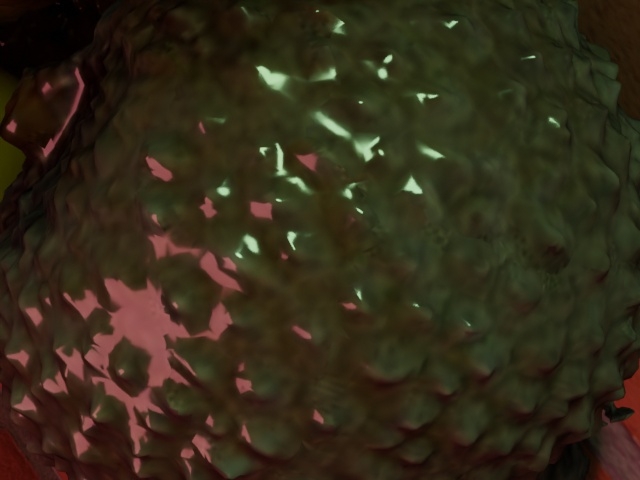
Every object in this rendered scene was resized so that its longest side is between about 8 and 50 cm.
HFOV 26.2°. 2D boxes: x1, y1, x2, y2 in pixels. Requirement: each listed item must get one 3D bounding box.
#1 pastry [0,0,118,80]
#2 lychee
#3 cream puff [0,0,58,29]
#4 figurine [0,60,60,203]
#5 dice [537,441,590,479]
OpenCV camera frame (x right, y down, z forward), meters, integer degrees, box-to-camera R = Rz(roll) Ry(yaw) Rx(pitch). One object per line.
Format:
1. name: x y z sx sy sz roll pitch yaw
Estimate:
1. pastry: -0.155 -0.089 0.885 0.275 0.193 0.275 44 155 26
2. lychee: -0.003 -0.002 0.596 0.300 0.300 0.300 44 154 29
3. cream puff: -0.217 -0.244 0.631 0.231 0.343 0.327 9 131 13
4. figurine: -0.235 -0.028 0.682 0.215 0.228 0.215 10 117 20
5. dice: 0.034 0.141 0.817 0.182 0.183 0.181 47 157 28
